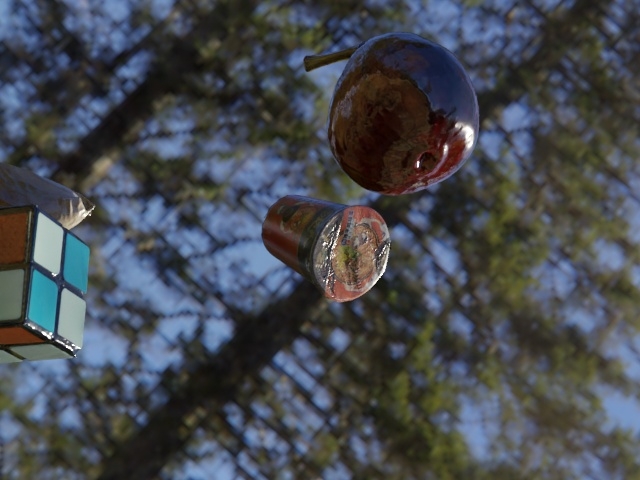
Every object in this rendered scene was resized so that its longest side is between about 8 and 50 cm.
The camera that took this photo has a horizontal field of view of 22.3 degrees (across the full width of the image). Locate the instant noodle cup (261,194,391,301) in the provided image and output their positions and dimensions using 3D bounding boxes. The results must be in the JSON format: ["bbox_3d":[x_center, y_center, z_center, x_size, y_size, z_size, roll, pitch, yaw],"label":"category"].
[{"bbox_3d":[-0.001,-0.001,2.047,0.135,0.127,0.127,24,-31,50],"label":"instant noodle cup"}]

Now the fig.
[{"bbox_3d":[0.095,-0.186,2.012,0.204,0.186,0.249,103,-19,-49],"label":"fig"}]

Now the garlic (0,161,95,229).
[{"bbox_3d":[-0.460,-0.055,2.544,0.195,0.101,0.087,20,-13,1],"label":"garlic"}]

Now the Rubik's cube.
[{"bbox_3d":[-0.443,0.065,2.285,0.180,0.183,0.167,-4,-20,20],"label":"Rubik's cube"}]
